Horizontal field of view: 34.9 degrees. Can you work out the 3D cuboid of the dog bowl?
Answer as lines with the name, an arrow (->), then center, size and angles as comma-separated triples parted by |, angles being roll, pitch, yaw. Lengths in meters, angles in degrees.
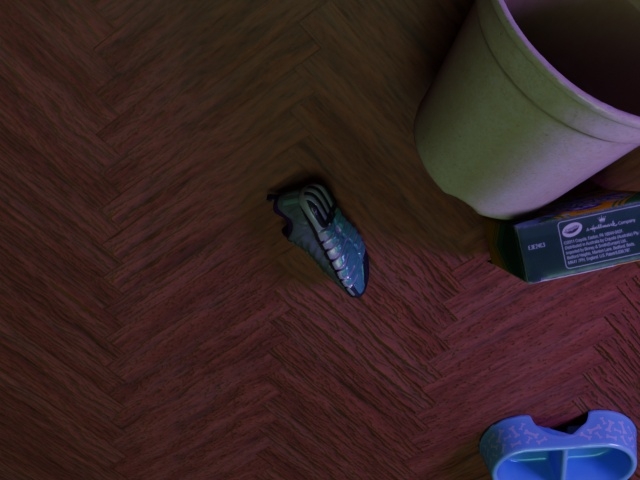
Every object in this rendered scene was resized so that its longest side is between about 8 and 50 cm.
dog bowl -> 0.451, 0.405, 1.912 | 0.297, 0.074, 0.165 | -4, 129, 4

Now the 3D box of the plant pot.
plant pot -> 0.280, -0.193, 1.278 | 0.334, 0.333, 0.305 | 18, 145, -14

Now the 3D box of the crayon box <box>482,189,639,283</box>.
crayon box -> 0.353, -0.013, 1.459 | 0.203, 0.323, 0.083 | -12, 93, 1

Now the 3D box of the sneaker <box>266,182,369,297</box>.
sneaker -> 0.000, 0.000, 1.593 | 0.098, 0.083, 0.223 | -2, 131, 32
